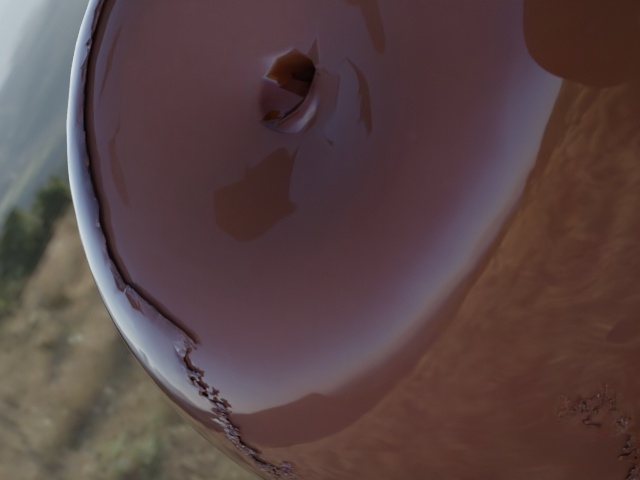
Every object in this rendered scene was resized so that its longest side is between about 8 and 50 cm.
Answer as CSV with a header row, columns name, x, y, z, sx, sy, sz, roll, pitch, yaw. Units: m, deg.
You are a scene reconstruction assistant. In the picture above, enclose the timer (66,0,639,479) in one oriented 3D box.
name,x,y,z,sx,sy,sz,roll,pitch,yaw
timer,0.049,-0.027,0.521,0.229,0.215,0.229,-6,80,37
